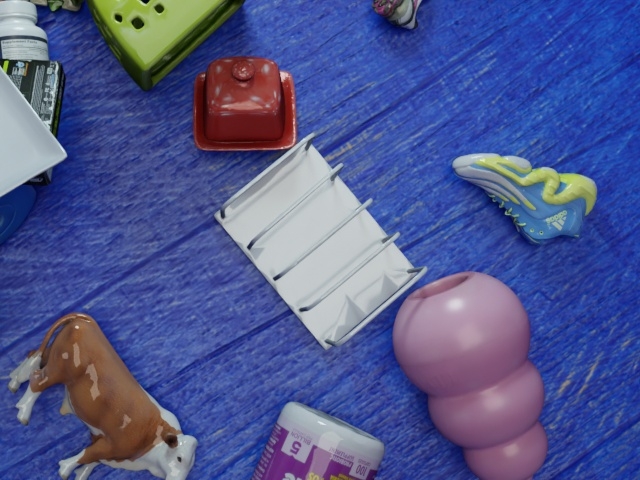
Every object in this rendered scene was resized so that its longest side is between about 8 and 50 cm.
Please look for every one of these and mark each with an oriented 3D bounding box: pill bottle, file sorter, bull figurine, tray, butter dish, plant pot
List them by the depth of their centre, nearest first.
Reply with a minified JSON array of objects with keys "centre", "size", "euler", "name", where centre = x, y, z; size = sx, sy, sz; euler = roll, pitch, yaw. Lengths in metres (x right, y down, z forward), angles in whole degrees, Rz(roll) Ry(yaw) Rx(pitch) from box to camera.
[{"centre":[-0.475,-0.167,1.333],"size":[0.145,0.030,0.270],"euler":[-34,71,-17],"name":"tray"},{"centre":[-0.248,-0.378,1.434],"size":[0.228,0.227,0.207],"euler":[-45,98,-7],"name":"plant pot"},{"centre":[-0.035,0.406,1.440],"size":[0.169,0.169,0.301],"euler":[24,84,-3],"name":"pill bottle"},{"centre":[-0.325,0.262,1.457],"size":[0.188,0.101,0.310],"euler":[-35,90,-5],"name":"bull figurine"},{"centre":[0.000,0.000,1.470],"size":[0.193,0.173,0.277],"euler":[-40,90,-7],"name":"file sorter"},{"centre":[-0.117,-0.226,1.483],"size":[0.160,0.118,0.160],"euler":[-2,59,-3],"name":"butter dish"},{"centre":[-0.461,-0.273,1.485],"size":[0.094,0.094,0.169],"euler":[-6,86,-6],"name":"pill bottle"}]

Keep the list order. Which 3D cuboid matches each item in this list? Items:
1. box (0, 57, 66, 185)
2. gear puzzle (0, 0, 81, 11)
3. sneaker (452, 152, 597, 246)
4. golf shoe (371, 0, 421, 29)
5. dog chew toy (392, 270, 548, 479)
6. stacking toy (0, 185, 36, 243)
[{"centre":[-0.466,-0.171,1.378],"size":[0.184,0.045,0.190],"euler":[0,64,-2],"name":"box"},{"centre":[-0.434,-0.445,1.531],"size":[0.339,0.044,0.175],"euler":[8,84,-7],"name":"gear puzzle"},{"centre":[0.319,-0.061,1.544],"size":[0.240,0.091,0.126],"euler":[11,86,-5],"name":"sneaker"},{"centre":[0.145,-0.431,1.575],"size":[0.086,0.067,0.186],"euler":[26,78,-35],"name":"golf shoe"},{"centre":[0.241,0.219,1.470],"size":[0.207,0.206,0.331],"euler":[-22,96,-6],"name":"dog chew toy"},{"centre":[-0.587,-0.123,1.451],"size":[0.175,0.166,0.302],"euler":[-43,79,-10],"name":"stacking toy"}]
